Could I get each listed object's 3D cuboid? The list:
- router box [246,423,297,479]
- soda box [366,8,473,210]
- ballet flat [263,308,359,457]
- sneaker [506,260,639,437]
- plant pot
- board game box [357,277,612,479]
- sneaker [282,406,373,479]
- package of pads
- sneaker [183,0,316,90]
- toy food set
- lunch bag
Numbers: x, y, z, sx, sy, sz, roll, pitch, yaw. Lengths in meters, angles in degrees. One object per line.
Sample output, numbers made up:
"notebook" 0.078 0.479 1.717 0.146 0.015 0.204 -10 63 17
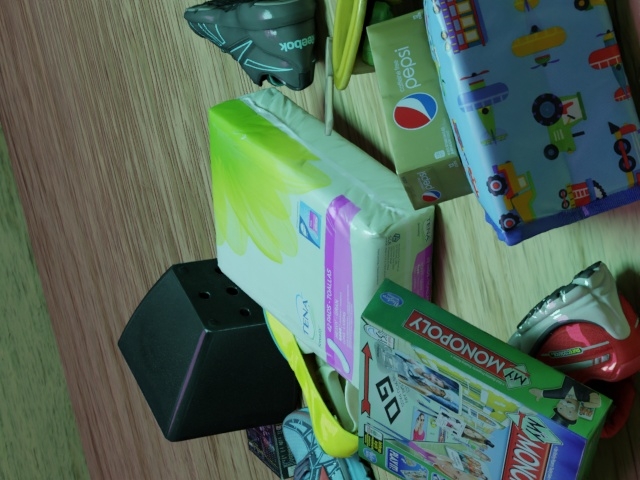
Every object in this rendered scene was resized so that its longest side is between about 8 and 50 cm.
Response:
"router box" -0.066 0.256 2.597 0.122 0.038 0.092 33 136 61
"soda box" 0.089 -0.121 1.747 0.061 0.058 0.181 60 -165 -52
"ballet flat" 0.004 0.145 2.291 0.077 0.077 0.231 -24 85 49
"sneaker" 0.210 0.127 1.663 0.118 0.107 0.279 53 159 15
"plant pot" -0.129 0.124 2.481 0.187 0.188 0.167 58 142 38
"board game box" 0.135 0.166 1.692 0.213 0.046 0.317 29 157 15
"sneaker" 0.000 0.307 2.330 0.104 0.125 0.262 94 152 -44
"package of pads" 0.000 0.000 2.061 0.296 0.101 0.229 39 143 39
"sneaker" -0.079 -0.223 2.158 0.267 0.101 0.106 20 127 67
"toy food set" 0.055 -0.211 1.872 0.218 0.071 0.128 105 167 -53
"lunch bag" 0.149 -0.124 1.608 0.293 0.138 0.221 -163 56 -80
